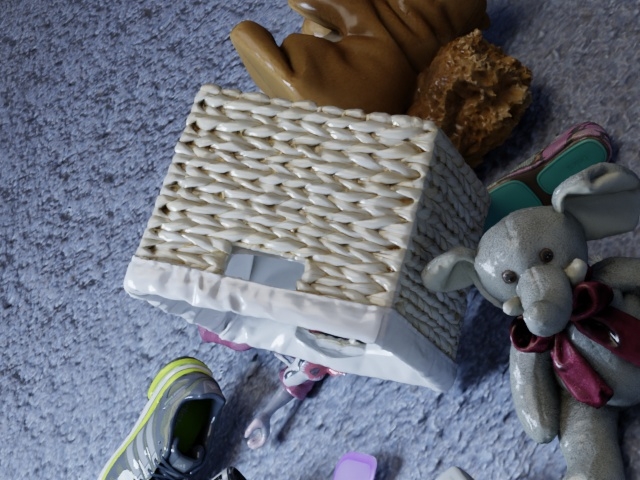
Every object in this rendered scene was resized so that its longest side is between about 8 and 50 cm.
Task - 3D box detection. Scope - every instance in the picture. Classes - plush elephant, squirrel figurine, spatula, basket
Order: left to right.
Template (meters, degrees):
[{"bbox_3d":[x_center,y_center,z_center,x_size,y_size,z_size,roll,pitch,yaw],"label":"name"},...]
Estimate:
[{"bbox_3d":[-0.007,0.397,2.063,0.084,0.030,0.296,6,65,56],"label":"spatula"},{"bbox_3d":[0.000,0.000,1.988,0.328,0.331,0.266,12,81,21],"label":"basket"},{"bbox_3d":[0.124,-0.231,2.322,0.370,0.281,0.397,-40,61,-17],"label":"squirrel figurine"},{"bbox_3d":[0.267,0.069,1.796,0.272,0.255,0.330,-40,34,21],"label":"plush elephant"}]

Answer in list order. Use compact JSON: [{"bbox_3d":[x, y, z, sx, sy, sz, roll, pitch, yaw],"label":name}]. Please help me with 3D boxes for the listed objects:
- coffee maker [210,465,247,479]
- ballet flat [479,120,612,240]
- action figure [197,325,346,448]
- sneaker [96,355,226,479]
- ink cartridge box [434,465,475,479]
[{"bbox_3d":[-0.149,0.388,2.169,0.178,0.171,0.120,-27,58,4],"label":"coffee maker"},{"bbox_3d":[0.270,-0.074,2.123,0.221,0.077,0.079,-36,17,18],"label":"ballet flat"},{"bbox_3d":[-0.044,0.102,2.310,0.276,0.248,0.370,-25,31,-21],"label":"action figure"},{"bbox_3d":[-0.222,0.308,2.329,0.300,0.111,0.121,-67,24,0],"label":"sneaker"},{"bbox_3d":[0.080,0.456,1.773,0.385,0.091,0.308,-41,33,2],"label":"ink cartridge box"}]
